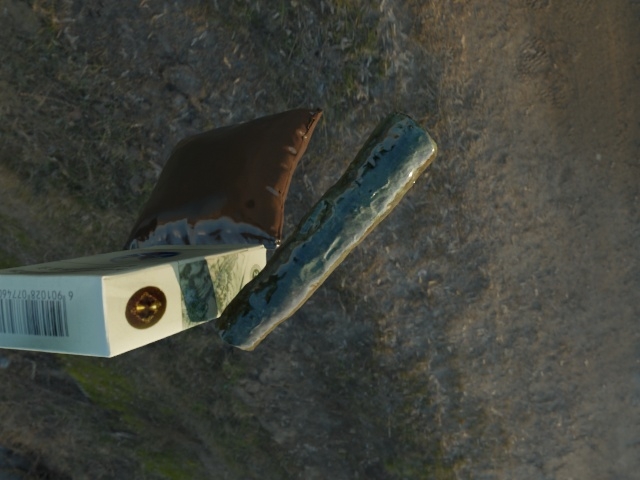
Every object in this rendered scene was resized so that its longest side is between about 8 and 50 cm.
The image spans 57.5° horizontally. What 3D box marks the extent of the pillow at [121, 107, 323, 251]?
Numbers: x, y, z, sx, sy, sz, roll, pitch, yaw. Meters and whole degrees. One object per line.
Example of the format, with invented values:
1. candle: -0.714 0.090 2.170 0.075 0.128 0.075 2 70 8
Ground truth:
1. pillow: -0.163 -0.089 0.952 0.306 0.307 0.108 -9 137 28

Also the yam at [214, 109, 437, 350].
1. yam: 0.000 0.000 0.537 0.061 0.061 0.274 36 106 -22

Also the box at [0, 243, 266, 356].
1. box: -0.188 0.050 0.599 0.164 0.256 0.069 -1 95 24
